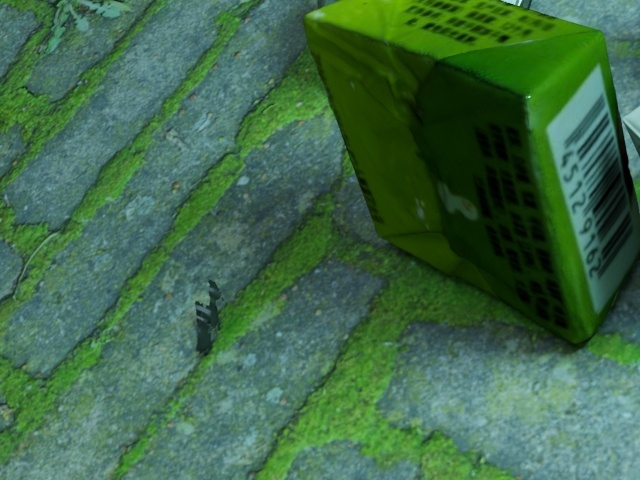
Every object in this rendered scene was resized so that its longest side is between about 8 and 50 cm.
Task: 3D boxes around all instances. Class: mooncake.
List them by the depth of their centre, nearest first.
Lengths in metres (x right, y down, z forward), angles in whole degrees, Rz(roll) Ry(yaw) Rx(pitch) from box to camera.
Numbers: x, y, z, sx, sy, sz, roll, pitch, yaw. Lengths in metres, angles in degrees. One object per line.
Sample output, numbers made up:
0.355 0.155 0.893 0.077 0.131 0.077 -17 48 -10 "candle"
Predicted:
-0.007 -0.009 1.505 0.346 0.057 0.150 -29 32 13 "mooncake"

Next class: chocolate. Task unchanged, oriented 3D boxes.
0.154 -0.090 1.309 0.137 0.301 0.288 -40 43 -22 "chocolate"

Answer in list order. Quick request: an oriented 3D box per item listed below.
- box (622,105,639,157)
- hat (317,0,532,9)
0.412 -0.091 1.205 0.251 0.203 0.106 -36 43 2 "box"
0.121 -0.319 1.611 0.275 0.161 0.232 -33 48 -1 "hat"
